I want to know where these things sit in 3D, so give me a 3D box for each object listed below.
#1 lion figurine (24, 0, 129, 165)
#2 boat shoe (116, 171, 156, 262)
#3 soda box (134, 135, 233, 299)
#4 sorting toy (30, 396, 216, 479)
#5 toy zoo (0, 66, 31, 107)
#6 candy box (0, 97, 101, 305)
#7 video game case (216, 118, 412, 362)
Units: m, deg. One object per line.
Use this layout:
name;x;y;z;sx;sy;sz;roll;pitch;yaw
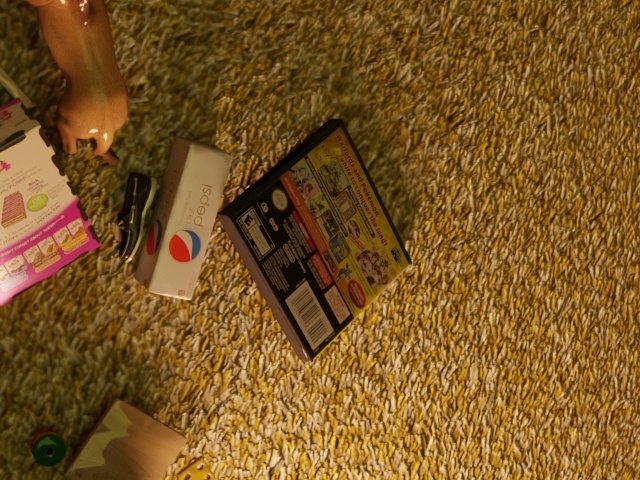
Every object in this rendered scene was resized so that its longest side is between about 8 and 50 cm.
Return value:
lion figurine;-0.300;-0.245;1.294;0.142;0.240;0.392;-31;116;-16
boat shoe;-0.263;-0.033;1.481;0.038;0.046;0.125;17;93;-29
soda box;-0.193;-0.031;1.500;0.069;0.074;0.216;13;97;-29
sorting toy;-0.282;0.312;1.564;0.274;0.046;0.132;37;86;-29
toy zoo;-0.533;-0.149;1.322;0.293;0.030;0.192;-43;118;-11
candy box;-0.393;-0.044;1.347;0.159;0.071;0.233;-33;143;-16
video game case;0.000;0.000;1.595;0.248;0.035;0.275;-42;119;-27
